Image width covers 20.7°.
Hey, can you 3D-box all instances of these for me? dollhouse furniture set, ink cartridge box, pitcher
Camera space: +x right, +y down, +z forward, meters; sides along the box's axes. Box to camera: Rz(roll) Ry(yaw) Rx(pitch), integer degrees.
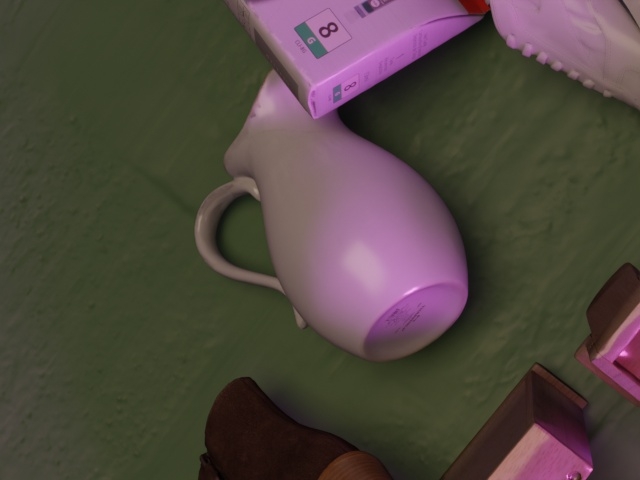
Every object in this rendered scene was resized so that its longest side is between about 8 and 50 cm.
[{"bbox_3d":[0.253,0.230,1.119,0.355,0.174,0.303,37,100,0],"label":"dollhouse furniture set"},{"bbox_3d":[0.036,-0.214,1.230,0.225,0.056,0.181,-32,70,-11],"label":"ink cartridge box"},{"bbox_3d":[0.000,0.000,1.238,0.178,0.125,0.207,-52,55,26],"label":"pitcher"}]

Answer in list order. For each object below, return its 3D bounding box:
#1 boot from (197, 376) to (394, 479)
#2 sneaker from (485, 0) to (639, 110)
[{"bbox_3d":[-0.016,0.242,1.229,0.207,0.090,0.248,32,118,45],"label":"boot"},{"bbox_3d":[0.178,-0.146,1.175,0.095,0.090,0.235,-41,88,20],"label":"sneaker"}]
